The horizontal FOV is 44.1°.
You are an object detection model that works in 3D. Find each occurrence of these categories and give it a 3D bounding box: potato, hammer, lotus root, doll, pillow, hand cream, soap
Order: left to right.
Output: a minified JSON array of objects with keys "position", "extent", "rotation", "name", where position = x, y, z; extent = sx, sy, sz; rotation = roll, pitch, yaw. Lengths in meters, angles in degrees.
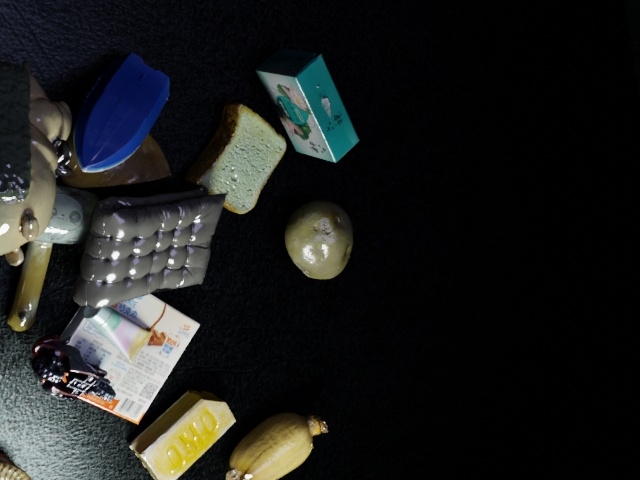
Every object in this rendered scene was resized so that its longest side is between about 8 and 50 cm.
[{"position":[-0.533,-0.143,1.312],"extent":[0.247,0.247,0.350],"rotation":[13,56,-44],"name":"doll"},{"position":[-0.545,0.038,1.510],"extent":[0.202,0.113,0.305],"rotation":[9,107,-41],"name":"hammer"},{"position":[-0.421,0.183,1.644],"extent":[0.076,0.047,0.174],"rotation":[-54,139,-16],"name":"hand cream"},{"position":[-0.395,-0.180,1.561],"extent":[0.243,0.098,0.138],"rotation":[-16,114,-39],"name":"potato"},{"position":[-0.339,0.012,1.596],"extent":[0.326,0.101,0.228],"rotation":[-17,131,-56],"name":"pillow"},{"position":[-0.323,0.456,1.873],"extent":[0.232,0.073,0.140],"rotation":[-41,133,-25],"name":"soap"},{"position":[-0.124,0.542,2.048],"extent":[0.303,0.131,0.146],"rotation":[-30,122,-29],"name":"lotus root"},{"position":[0.000,0.000,1.953],"extent":[0.178,0.160,0.235],"rotation":[-23,132,-11],"name":"potato"}]

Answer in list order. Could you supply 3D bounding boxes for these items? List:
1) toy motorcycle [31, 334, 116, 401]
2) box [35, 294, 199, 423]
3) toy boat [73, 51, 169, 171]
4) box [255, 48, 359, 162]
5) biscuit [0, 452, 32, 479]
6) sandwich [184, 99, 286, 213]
[{"position":[-0.496,0.257,1.567],"extent":[0.082,0.122,0.213],"rotation":[-41,142,6],"name":"toy motorcycle"},{"position":[-0.429,0.233,1.711],"extent":[0.273,0.048,0.265],"rotation":[41,77,-41],"name":"box"},{"position":[-0.381,-0.224,1.462],"extent":[0.129,0.088,0.295],"rotation":[33,43,-17],"name":"toy boat"},{"position":[-0.027,-0.309,1.809],"extent":[0.092,0.153,0.245],"rotation":[-44,129,-22],"name":"box"},{"position":[-0.689,0.536,1.561],"extent":[0.259,0.079,0.259],"rotation":[-16,115,-38],"name":"biscuit"},{"position":[-0.187,-0.181,1.771],"extent":[0.186,0.065,0.215],"rotation":[37,80,-44],"name":"sandwich"}]
